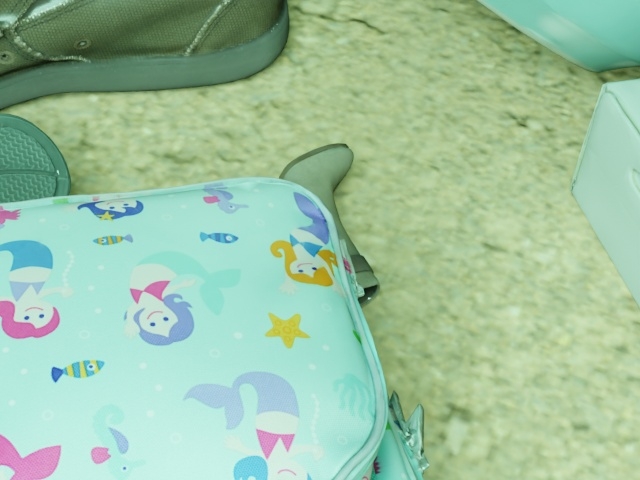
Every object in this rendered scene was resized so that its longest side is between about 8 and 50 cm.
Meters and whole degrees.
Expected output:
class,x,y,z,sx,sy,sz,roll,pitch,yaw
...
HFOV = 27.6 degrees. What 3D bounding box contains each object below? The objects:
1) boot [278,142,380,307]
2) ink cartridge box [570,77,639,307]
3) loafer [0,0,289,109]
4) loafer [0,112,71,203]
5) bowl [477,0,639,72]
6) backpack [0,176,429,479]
class,x,y,z,sx,sy,sz,roll,pitch,yaw
boot,0.000,0.000,0.711,0.118,0.042,0.087,-33,65,-31
ink cartridge box,0.271,-0.022,0.730,0.213,0.093,0.154,-8,47,-17
loafer,-0.195,-0.157,0.765,0.366,0.130,0.133,-12,50,-19
loafer,-0.240,0.033,0.630,0.267,0.084,0.096,-35,94,-30
bowl,0.150,-0.219,0.803,0.312,0.163,0.311,32,17,-11
backpack,-0.068,0.105,0.506,0.225,0.191,0.253,-6,53,-15
